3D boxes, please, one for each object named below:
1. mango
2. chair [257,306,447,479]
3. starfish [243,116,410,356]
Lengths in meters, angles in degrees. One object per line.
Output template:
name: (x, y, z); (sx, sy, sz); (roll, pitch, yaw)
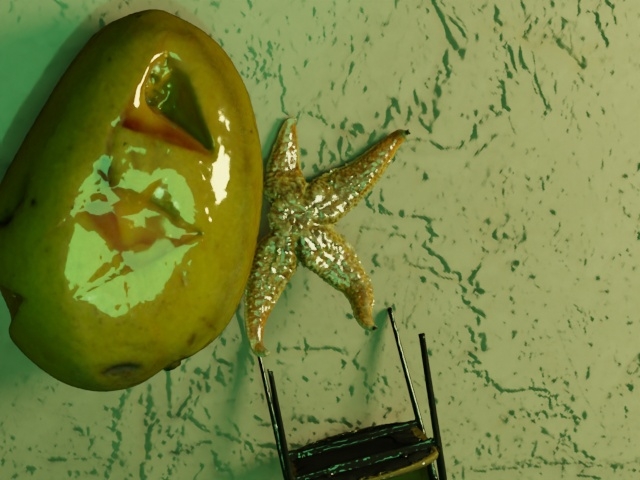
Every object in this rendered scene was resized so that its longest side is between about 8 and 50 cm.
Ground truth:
mango: (-0.181, -0.037, 1.823); (0.252, 0.182, 0.365); (12, 92, -10)
chair: (0.036, 0.209, 1.938); (0.158, 0.172, 0.247); (-13, 101, -7)
starfish: (0.001, 0.000, 1.901); (0.138, 0.050, 0.248); (10, 83, -4)
